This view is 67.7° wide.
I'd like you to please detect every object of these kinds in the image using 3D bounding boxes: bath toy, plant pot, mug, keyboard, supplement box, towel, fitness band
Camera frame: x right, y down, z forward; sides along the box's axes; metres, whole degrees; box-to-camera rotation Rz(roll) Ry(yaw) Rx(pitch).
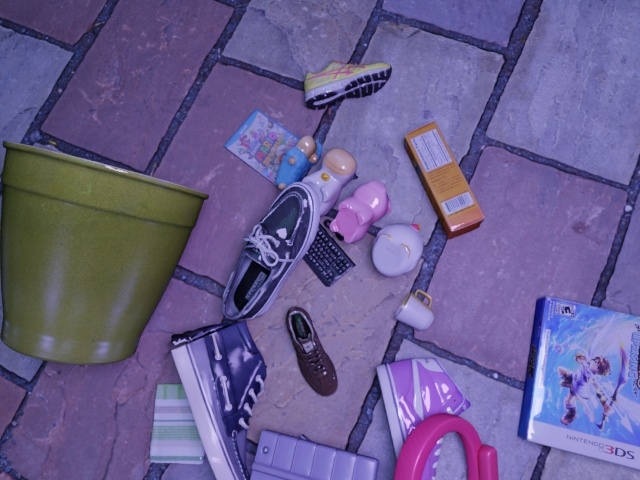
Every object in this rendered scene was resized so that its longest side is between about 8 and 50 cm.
[{"bbox_3d":[0.076,-0.074,0.985,0.348,0.129,0.151,42,121,16],"label":"bath toy"},{"bbox_3d":[-0.440,0.035,0.919,0.367,0.366,0.352,14,89,10],"label":"plant pot"},{"bbox_3d":[0.194,0.139,0.949,0.064,0.062,0.078,33,88,5],"label":"mug"},{"bbox_3d":[0.000,0.000,1.023,0.108,0.023,0.180,-39,76,-4],"label":"keyboard"},{"bbox_3d":[0.254,-0.126,0.998,0.080,0.078,0.233,-21,74,4],"label":"supplement box"},{"bbox_3d":[-0.282,0.368,0.967,0.113,0.023,0.151,0,74,4],"label":"towel"},{"bbox_3d":[0.212,0.442,0.804,0.209,0.054,0.290,-1,88,-31],"label":"fitness band"}]

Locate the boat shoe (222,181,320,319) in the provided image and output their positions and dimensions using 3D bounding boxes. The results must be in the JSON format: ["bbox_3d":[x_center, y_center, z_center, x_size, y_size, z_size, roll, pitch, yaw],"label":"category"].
[{"bbox_3d":[-0.106,0.021,0.944,0.113,0.105,0.306,36,100,18],"label":"boat shoe"}]

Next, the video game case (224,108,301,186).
[{"bbox_3d":[-0.121,-0.213,1.094,0.166,0.015,0.119,37,83,14],"label":"video game case"}]

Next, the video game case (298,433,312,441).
[{"bbox_3d":[0.015,0.522,0.863,0.274,0.026,0.196,34,88,22],"label":"video game case"}]

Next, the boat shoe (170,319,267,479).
[{"bbox_3d":[-0.160,0.315,0.917,0.158,0.127,0.340,-20,85,-16],"label":"boat shoe"}]

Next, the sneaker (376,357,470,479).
[{"bbox_3d":[0.208,0.356,0.873,0.161,0.102,0.281,-10,75,1],"label":"sneaker"}]

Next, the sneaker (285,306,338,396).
[{"bbox_3d":[-0.025,0.220,0.945,0.066,0.071,0.188,-27,74,-1],"label":"sneaker"}]

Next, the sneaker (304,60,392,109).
[{"bbox_3d":[0.056,-0.373,1.080,0.209,0.081,0.094,-15,73,3],"label":"sneaker"}]

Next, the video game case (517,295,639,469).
[{"bbox_3d":[0.516,0.261,0.881,0.245,0.061,0.269,12,78,8],"label":"video game case"}]

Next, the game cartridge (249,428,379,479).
[{"bbox_3d":[-0.037,0.531,0.810,0.230,0.068,0.354,6,70,21],"label":"game cartridge"}]
